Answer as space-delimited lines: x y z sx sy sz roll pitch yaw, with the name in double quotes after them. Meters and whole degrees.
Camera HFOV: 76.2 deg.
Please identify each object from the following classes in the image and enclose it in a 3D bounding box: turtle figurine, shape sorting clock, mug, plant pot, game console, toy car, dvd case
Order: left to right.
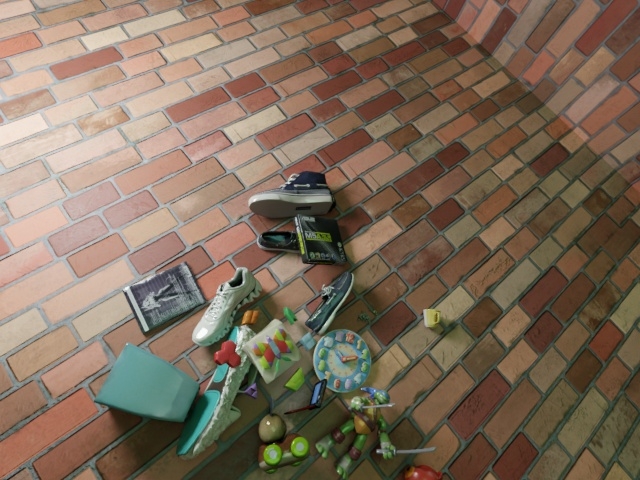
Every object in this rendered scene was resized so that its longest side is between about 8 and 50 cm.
-0.475 0.427 1.174 0.234 0.165 0.166 23 62 -5 "plant pot"
-0.516 0.185 1.358 0.221 0.018 0.165 -26 75 -24 "dvd case"
-0.122 0.563 1.207 0.148 0.155 0.189 -8 55 -17 "toy car"
-0.046 0.482 1.256 0.085 0.144 0.124 21 62 -4 "game console"
0.076 0.402 1.374 0.206 0.040 0.207 7 65 -16 "shape sorting clock"
0.133 0.572 1.206 0.266 0.198 0.274 -43 38 -9 "turtle figurine"
0.407 0.288 1.498 0.062 0.078 0.064 3 71 18 "mug"

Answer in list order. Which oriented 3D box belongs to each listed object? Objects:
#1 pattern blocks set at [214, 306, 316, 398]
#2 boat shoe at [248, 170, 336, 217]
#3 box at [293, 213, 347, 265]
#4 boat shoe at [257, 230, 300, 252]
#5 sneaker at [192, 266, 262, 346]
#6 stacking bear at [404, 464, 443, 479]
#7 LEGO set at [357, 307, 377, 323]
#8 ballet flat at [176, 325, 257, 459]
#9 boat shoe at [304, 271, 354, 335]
-0.149 0.343 1.274 0.285 0.026 0.325 48 40 -5 "pattern blocks set"
-0.116 -0.185 1.582 0.340 0.127 0.158 0 58 -22 "boat shoe"
0.000 0.000 1.514 0.190 0.045 0.184 6 63 -39 "box"
-0.118 -0.005 1.509 0.228 0.076 0.080 4 65 -13 "boat shoe"
-0.316 0.208 1.326 0.109 0.118 0.292 20 56 28 "sneaker"
0.252 0.786 1.182 0.164 0.175 0.289 43 56 11 "stacking bear"
0.170 0.271 1.475 0.054 0.023 0.083 43 63 9 "LEGO set"
-0.275 0.457 1.228 0.146 0.147 0.409 23 62 -2 "ballet flat"
0.033 0.207 1.438 0.079 0.095 0.255 36 71 -7 "boat shoe"
